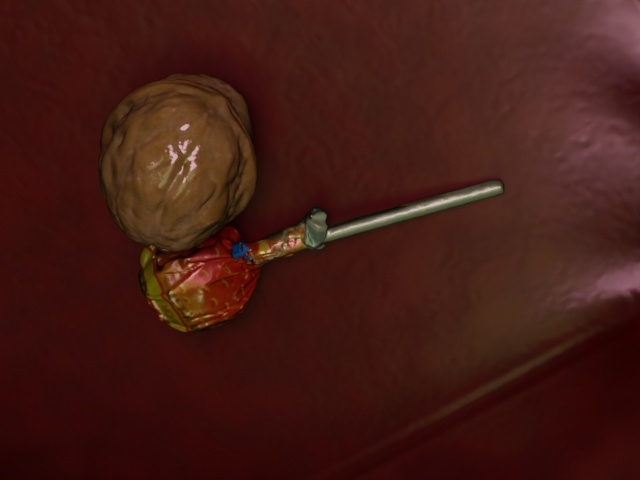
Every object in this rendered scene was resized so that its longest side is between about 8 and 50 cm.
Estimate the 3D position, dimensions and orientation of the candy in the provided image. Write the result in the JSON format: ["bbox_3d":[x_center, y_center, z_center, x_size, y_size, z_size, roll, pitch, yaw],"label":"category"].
[{"bbox_3d":[0.000,0.000,0.638,0.200,0.060,0.061,-17,111,7],"label":"candy"}]

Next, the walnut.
[{"bbox_3d":[-0.071,-0.039,0.603,0.092,0.092,0.092,3,115,7],"label":"walnut"}]
